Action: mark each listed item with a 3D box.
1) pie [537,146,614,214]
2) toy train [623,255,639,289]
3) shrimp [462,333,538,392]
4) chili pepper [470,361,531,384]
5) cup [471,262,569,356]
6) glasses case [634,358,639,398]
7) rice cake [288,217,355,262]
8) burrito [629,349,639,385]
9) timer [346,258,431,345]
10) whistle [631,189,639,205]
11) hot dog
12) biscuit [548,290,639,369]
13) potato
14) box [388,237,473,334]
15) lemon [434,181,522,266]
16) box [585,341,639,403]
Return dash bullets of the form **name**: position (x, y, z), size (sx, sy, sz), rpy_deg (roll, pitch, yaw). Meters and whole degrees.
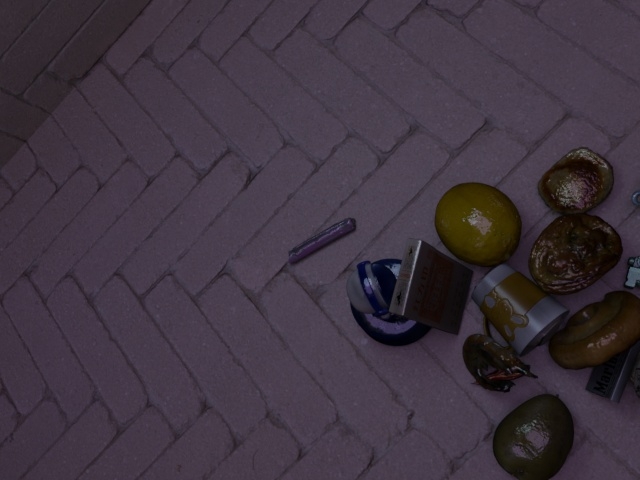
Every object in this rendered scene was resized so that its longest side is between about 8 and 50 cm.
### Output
- **pie**: position (0.745, -0.168, 1.636), size (0.205, 0.084, 0.179), rpy_deg (-42, 67, 10)
- **toy train**: position (0.921, 0.099, 1.516), size (0.178, 0.071, 0.105), rpy_deg (16, 91, 24)
- **shrimp**: position (0.482, 0.358, 1.565), size (0.254, 0.059, 0.145), rpy_deg (36, 117, 52)
- **chili pepper**: position (0.519, 0.389, 1.616), size (0.178, 0.027, 0.045), rpy_deg (-25, 65, 14)
- **cup**: position (0.541, 0.210, 1.588), size (0.226, 0.185, 0.241), rpy_deg (49, 128, 28)
- **glasses case**: position (0.904, 0.345, 1.357), size (0.354, 0.085, 0.137), rpy_deg (13, 91, -20)
- **rice cake**: position (0.000, -0.001, 1.887), size (0.269, 0.055, 0.049), rpy_deg (-29, 74, 10)
- **burrito**: position (0.894, 0.299, 1.450), size (0.143, 0.105, 0.299), rpy_deg (23, 86, -6)
- **timer**: position (0.181, 0.158, 1.603), size (0.270, 0.383, 0.271), rpy_deg (-4, 76, 19)
- **whistle**: position (0.987, -0.152, 1.507), size (0.289, 0.163, 0.164), rpy_deg (-18, 72, 14)
- **hot dog**: position (0.692, 0.033, 1.532), size (0.272, 0.122, 0.196), rpy_deg (-31, 62, -22)
- **biscuit**: position (0.739, 0.236, 1.489), size (0.274, 0.213, 0.091), rpy_deg (-37, 92, 1)
- **potato**: position (0.576, 0.519, 1.498), size (0.174, 0.159, 0.251), rpy_deg (37, 82, 0)
- **box**: position (0.318, 0.138, 1.569), size (0.051, 0.365, 0.205), rpy_deg (11, 81, 39)
- **lemon**: position (0.458, -0.049, 1.634), size (0.236, 0.236, 0.263), rpy_deg (-43, 78, 6)
- **box**: position (0.779, 0.333, 1.490), size (0.035, 0.115, 0.178), rpy_deg (24, 87, -4)
